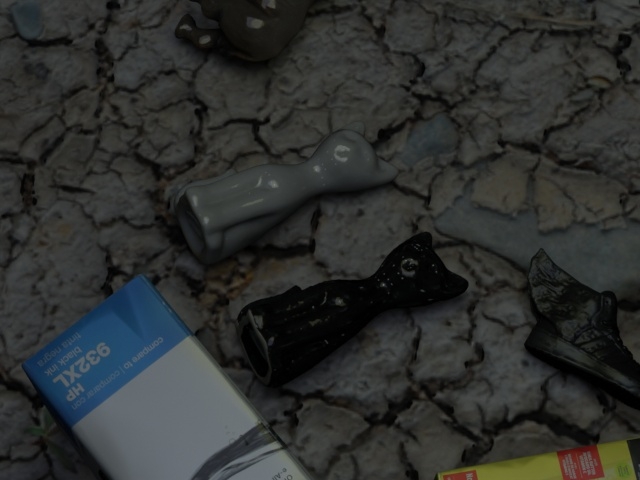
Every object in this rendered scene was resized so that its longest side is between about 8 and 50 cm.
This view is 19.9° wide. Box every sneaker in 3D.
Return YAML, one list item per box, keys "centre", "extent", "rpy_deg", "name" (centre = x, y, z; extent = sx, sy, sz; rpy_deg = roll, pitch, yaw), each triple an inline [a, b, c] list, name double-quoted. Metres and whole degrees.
- centre: [0.253, 0.084, 1.652]
  extent: [0.170, 0.051, 0.089]
  rpy_deg: [26, 76, 13]
  name: "sneaker"

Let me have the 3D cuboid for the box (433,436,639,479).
- centre: [0.220, 0.227, 1.593]
  extent: [0.232, 0.058, 0.087]
  rpy_deg: [-9, 70, -3]
  name: "box"

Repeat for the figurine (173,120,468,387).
- centre: [0.000, 0.000, 1.672]
  extent: [0.209, 0.092, 0.215]
  rpy_deg: [-23, 70, -17]
  name: "figurine"

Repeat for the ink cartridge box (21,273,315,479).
- centre: [-0.093, 0.207, 1.510]
  extent: [0.129, 0.223, 0.307]
  rpy_deg: [-37, 74, -13]
  name: "ink cartridge box"

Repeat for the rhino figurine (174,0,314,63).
- centre: [-0.032, -0.270, 1.775]
  extent: [0.106, 0.073, 0.243]
  rpy_deg: [32, 71, 15]
  name: "rhino figurine"
